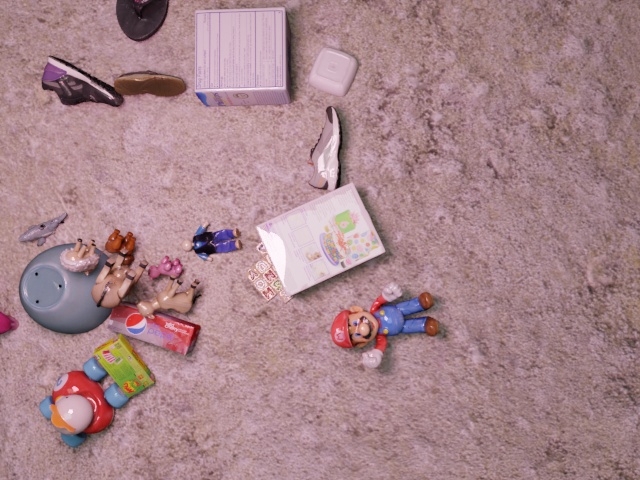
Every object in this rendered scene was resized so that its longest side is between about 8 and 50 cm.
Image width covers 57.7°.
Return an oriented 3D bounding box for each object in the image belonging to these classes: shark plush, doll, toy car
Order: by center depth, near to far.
[{"bbox_3d":[-0.731,0.488,1.710,0.219,0.238,0.210,-41,84,-2],"label":"toy car"},{"bbox_3d":[-0.348,0.001,1.836,0.189,0.046,0.129,-9,93,8],"label":"doll"},{"bbox_3d":[-0.876,-0.035,1.854,0.161,0.067,0.073,-19,84,1],"label":"shark plush"}]

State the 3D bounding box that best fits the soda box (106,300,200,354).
[{"bbox_3d":[-0.514,0.268,1.799,0.263,0.083,0.092,18,87,4],"label":"soda box"}]

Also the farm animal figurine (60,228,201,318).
[{"bbox_3d":[-0.561,0.129,1.725,0.330,0.327,0.172,35,105,12],"label":"farm animal figurine"}]

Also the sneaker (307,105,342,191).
[{"bbox_3d":[0.015,-0.291,1.824,0.108,0.100,0.272,4,85,8],"label":"sneaker"}]

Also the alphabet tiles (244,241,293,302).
[{"bbox_3d":[-0.114,0.073,1.837,0.237,0.009,0.198,-40,84,-2],"label":"alphabet tiles"}]

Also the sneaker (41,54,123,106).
[{"bbox_3d":[-0.776,-0.481,1.891,0.283,0.107,0.124,30,101,9],"label":"sneaker"}]

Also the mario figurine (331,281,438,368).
[{"bbox_3d":[0.189,0.251,1.721,0.320,0.170,0.198,-12,49,-6],"label":"mario figurine"}]

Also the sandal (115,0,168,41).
[{"bbox_3d":[-0.559,-0.874,1.901,0.167,0.107,0.446,18,85,4],"label":"sandal"}]

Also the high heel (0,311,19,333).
[{"bbox_3d":[-1.075,0.224,1.812,0.244,0.117,0.082,30,87,5],"label":"high heel"}]

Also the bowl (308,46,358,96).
[{"bbox_3d":[0.040,-0.550,1.870,0.142,0.053,0.142,23,85,6],"label":"bowl"}]

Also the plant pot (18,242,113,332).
[{"bbox_3d":[-0.792,0.144,1.769,0.290,0.195,0.290,0,84,3],"label":"plant pot"}]

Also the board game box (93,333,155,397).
[{"bbox_3d":[-0.597,0.382,1.773,0.092,0.043,0.181,-30,111,0],"label":"board game box"}]

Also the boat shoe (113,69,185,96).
[{"bbox_3d":[-0.551,-0.516,1.882,0.223,0.080,0.073,-2,50,-4],"label":"boat shoe"}]

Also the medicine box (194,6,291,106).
[{"bbox_3d":[-0.243,-0.575,1.837,0.289,0.149,0.264,-1,84,3],"label":"medicine box"}]

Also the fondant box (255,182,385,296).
[{"bbox_3d":[0.000,0.000,1.789,0.330,0.096,0.238,-25,83,-2],"label":"fondant box"}]
